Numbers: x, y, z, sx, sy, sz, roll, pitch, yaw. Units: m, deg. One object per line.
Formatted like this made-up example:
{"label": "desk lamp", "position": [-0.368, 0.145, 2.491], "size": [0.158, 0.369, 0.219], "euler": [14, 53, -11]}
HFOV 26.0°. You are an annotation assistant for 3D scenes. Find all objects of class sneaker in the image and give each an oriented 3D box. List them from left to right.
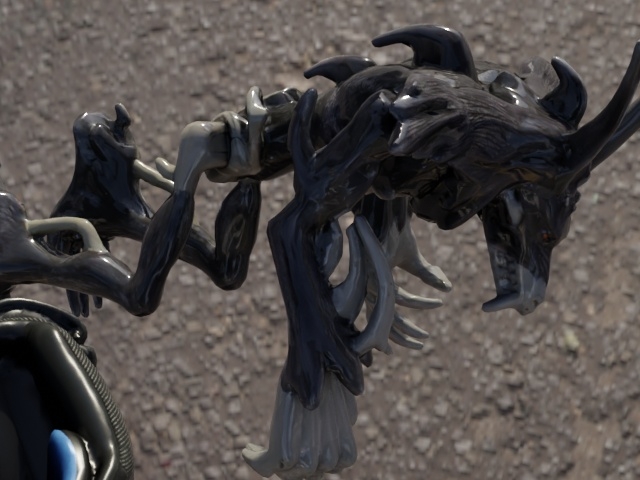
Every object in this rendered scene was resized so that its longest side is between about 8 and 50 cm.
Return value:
{"label": "sneaker", "position": [-0.080, 0.118, 0.344], "size": [0.079, 0.121, 0.217], "euler": [-5, 62, -15]}

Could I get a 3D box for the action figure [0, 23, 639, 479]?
{"label": "action figure", "position": [0.000, 0.000, 0.510], "size": [0.276, 0.141, 0.164], "euler": [-7, 11, 29]}
